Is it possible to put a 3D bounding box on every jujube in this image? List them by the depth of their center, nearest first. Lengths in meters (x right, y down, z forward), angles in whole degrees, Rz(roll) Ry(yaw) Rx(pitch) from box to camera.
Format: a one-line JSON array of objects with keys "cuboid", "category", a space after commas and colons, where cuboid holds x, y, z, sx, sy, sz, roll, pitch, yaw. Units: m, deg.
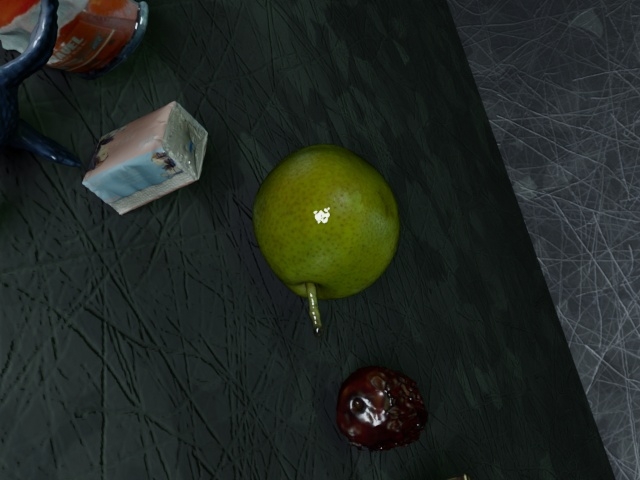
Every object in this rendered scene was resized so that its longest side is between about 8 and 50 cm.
[{"cuboid": [0.079, 0.198, 1.027, 0.166, 0.104, 0.104, 21, 51, -64], "category": "jujube"}]

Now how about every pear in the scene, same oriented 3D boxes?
[{"cuboid": [0.000, 0.000, 0.979, 0.180, 0.166, 0.216, 52, 48, -57], "category": "pear"}]

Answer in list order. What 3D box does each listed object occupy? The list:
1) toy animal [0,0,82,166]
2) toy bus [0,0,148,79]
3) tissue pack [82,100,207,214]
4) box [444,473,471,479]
[{"cuboid": [-0.227, -0.089, 0.578, 0.176, 0.239, 0.255, 18, 4, -26], "category": "toy animal"}, {"cuboid": [-0.242, -0.277, 0.758, 0.119, 0.121, 0.265, 2, 68, -54], "category": "toy bus"}, {"cuboid": [-0.155, -0.074, 0.778, 0.059, 0.094, 0.074, 48, 32, -37], "category": "tissue pack"}, {"cuboid": [0.110, 0.316, 0.941, 0.023, 0.133, 0.090, 37, 37, -52], "category": "box"}]
